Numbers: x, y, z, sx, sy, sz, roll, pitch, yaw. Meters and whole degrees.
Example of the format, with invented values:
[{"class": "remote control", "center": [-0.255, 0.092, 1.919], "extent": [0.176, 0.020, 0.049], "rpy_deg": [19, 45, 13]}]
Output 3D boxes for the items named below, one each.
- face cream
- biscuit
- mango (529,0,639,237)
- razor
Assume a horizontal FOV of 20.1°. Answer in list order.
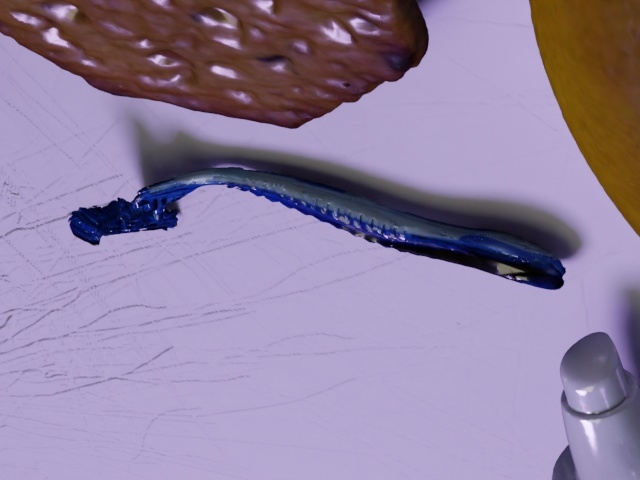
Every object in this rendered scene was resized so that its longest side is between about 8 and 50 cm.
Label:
[{"class": "face cream", "center": [0.195, 0.163, 1.110], "extent": [0.101, 0.101, 0.252], "rpy_deg": [4, 132, 36]}, {"class": "biscuit", "center": [-0.108, -0.169, 0.963], "extent": [0.359, 0.046, 0.359], "rpy_deg": [20, 158, 8]}, {"class": "mango", "center": [0.229, -0.111, 0.712], "extent": [0.301, 0.220, 0.445], "rpy_deg": [13, 147, 19]}, {"class": "razor", "center": [0.000, -0.012, 1.122], "extent": [0.324, 0.093, 0.056], "rpy_deg": [7, 99, 28]}]
